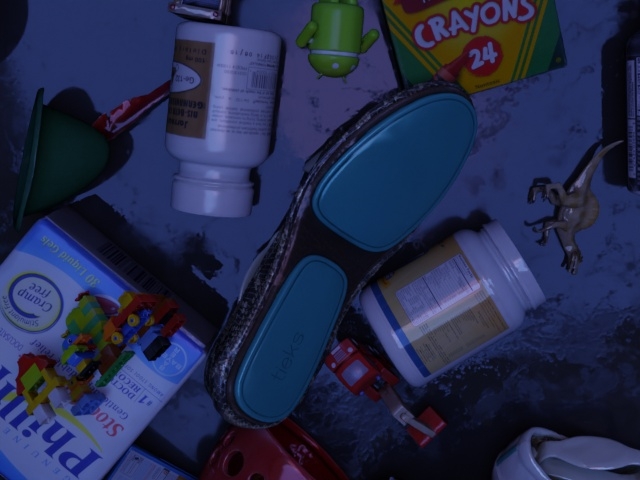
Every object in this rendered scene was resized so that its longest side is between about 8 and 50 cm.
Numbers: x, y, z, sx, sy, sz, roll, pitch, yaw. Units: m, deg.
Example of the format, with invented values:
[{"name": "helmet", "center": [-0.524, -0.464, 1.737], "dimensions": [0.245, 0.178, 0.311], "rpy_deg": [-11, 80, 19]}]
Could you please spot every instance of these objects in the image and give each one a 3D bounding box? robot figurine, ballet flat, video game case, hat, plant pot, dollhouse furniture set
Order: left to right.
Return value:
[{"name": "hat", "center": [-0.273, -0.096, 1.427], "dimensions": [0.183, 0.173, 0.208], "rpy_deg": [10, 123, -18]}, {"name": "video game case", "center": [-0.213, 0.356, 1.524], "dimensions": [0.166, 0.015, 0.119], "rpy_deg": [32, 97, -17]}, {"name": "dollhouse furniture set", "center": [-0.077, -0.322, 1.390], "dimensions": [0.183, 0.129, 0.129], "rpy_deg": [10, 98, 0]}, {"name": "plant pot", "center": [-0.070, 0.328, 1.444], "dimensions": [0.191, 0.191, 0.174], "rpy_deg": [41, 93, -4]}, {"name": "ballet flat", "center": [0.000, 0.000, 1.401], "dimensions": [0.164, 0.182, 0.483], "rpy_deg": [35, 87, -28]}, {"name": "robot figurine", "center": [0.019, -0.256, 1.428], "dimensions": [0.101, 0.067, 0.115], "rpy_deg": [1, 98, -29]}, {"name": "ballet flat", "center": [0.421, 0.325, 1.454], "dimensions": [0.400, 0.139, 0.139], "rpy_deg": [13, 98, 2]}]

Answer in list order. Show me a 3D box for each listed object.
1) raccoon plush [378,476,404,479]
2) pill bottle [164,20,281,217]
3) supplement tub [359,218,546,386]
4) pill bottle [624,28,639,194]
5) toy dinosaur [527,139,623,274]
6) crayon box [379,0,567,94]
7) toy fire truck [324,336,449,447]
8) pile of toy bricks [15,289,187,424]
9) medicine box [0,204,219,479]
[{"name": "raccoon plush", "center": [0.091, 0.479, 1.364], "dimensions": [0.216, 0.299, 0.446], "rpy_deg": [42, 77, -11]}, {"name": "pill bottle", "center": [-0.124, -0.149, 1.414], "dimensions": [0.131, 0.131, 0.229], "rpy_deg": [7, 98, 0]}, {"name": "supplement tub", "center": [0.165, 0.076, 1.432], "dimensions": [0.199, 0.144, 0.144], "rpy_deg": [-31, 96, 5]}, {"name": "pill bottle", "center": [0.439, -0.181, 1.398], "dimensions": [0.130, 0.130, 0.246], "rpy_deg": [-2, 98, 2]}, {"name": "toy dinosaur", "center": [0.319, -0.051, 1.467], "dimensions": [0.092, 0.053, 0.183], "rpy_deg": [8, 106, -15]}, {"name": "crayon box", "center": [0.160, -0.333, 1.359], "dimensions": [0.202, 0.081, 0.319], "rpy_deg": [-17, 116, 4]}, {"name": "toy fire truck", "center": [0.086, 0.195, 1.453], "dimensions": [0.047, 0.192, 0.135], "rpy_deg": [-44, 66, 6]}, {"name": "pile of toy bricks", "center": [-0.261, 0.109, 1.330], "dimensions": [0.212, 0.118, 0.105], "rpy_deg": [-45, 66, 22]}, {"name": "medicine box", "center": [-0.322, 0.151, 1.451], "dimensions": [0.263, 0.149, 0.289], "rpy_deg": [40, 96, -4]}]
